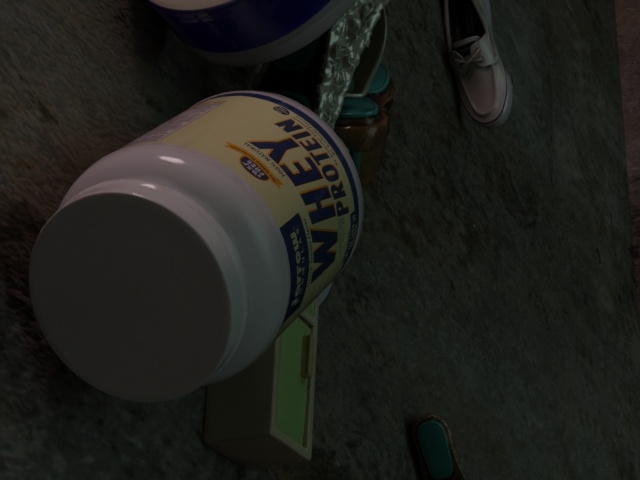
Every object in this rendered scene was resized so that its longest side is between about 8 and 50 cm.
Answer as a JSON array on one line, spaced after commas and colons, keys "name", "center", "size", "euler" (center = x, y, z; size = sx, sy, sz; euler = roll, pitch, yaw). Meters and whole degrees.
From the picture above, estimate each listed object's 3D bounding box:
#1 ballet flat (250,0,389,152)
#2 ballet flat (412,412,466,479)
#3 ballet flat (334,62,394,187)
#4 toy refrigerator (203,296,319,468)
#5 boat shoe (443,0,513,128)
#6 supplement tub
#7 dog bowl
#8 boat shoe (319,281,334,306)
[{"name": "ballet flat", "center": [-0.004, -0.162, 1.696], "size": [0.147, 0.147, 0.409], "euler": [27, 83, -61]}, {"name": "ballet flat", "center": [0.182, 0.346, 2.191], "size": [0.067, 0.073, 0.206], "euler": [-49, 131, -78]}, {"name": "ballet flat", "center": [0.044, -0.147, 1.979], "size": [0.342, 0.116, 0.124], "euler": [-94, -178, -71]}, {"name": "toy refrigerator", "center": [-0.059, 0.111, 1.705], "size": [0.102, 0.094, 0.269], "euler": [44, 42, -53]}, {"name": "boat shoe", "center": [0.264, -0.326, 2.598], "size": [0.088, 0.096, 0.267], "euler": [17, 65, -59]}, {"name": "supplement tub", "center": [-0.113, 0.000, 1.450], "size": [0.325, 0.235, 0.235], "euler": [-44, 121, -62]}, {"name": "dog bowl", "center": [-0.073, -0.325, 1.630], "size": [0.104, 0.265, 0.265], "euler": [46, 41, -49]}, {"name": "boat shoe", "center": [0.000, 0.000, 1.891], "size": [0.076, 0.083, 0.226], "euler": [50, 37, -48]}]
